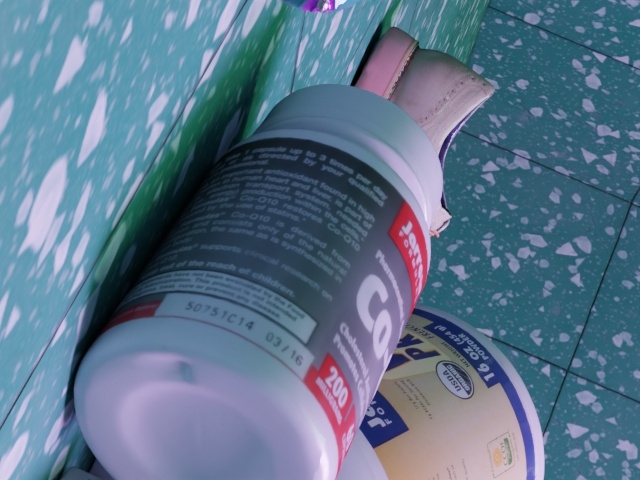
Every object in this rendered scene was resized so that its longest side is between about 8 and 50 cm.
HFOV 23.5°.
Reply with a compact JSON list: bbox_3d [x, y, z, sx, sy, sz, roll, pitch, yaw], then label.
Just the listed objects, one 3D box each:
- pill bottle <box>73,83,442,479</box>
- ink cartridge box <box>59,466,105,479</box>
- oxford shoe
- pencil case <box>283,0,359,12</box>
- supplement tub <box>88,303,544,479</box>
[{"bbox_3d":[-0.024,0.031,0.967,0.283,0.161,0.161,-61,172,-46],"label":"pill bottle"},{"bbox_3d":[-0.167,0.248,0.894,0.203,0.086,0.148,-55,168,-68],"label":"ink cartridge box"},{"bbox_3d":[0.054,-0.017,1.614,0.140,0.146,0.397,-37,150,-81],"label":"oxford shoe"},{"bbox_3d":[0.010,-0.191,0.860,0.152,0.064,0.070,103,-13,-62],"label":"pencil case"},{"bbox_3d":[0.000,0.184,1.136,0.316,0.228,0.228,-17,135,-53],"label":"supplement tub"}]
